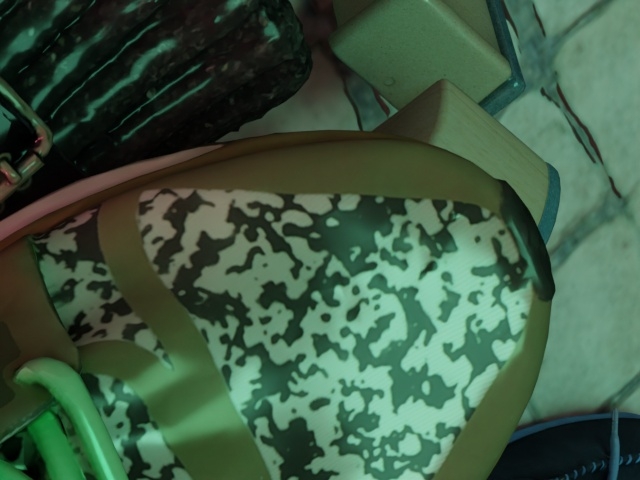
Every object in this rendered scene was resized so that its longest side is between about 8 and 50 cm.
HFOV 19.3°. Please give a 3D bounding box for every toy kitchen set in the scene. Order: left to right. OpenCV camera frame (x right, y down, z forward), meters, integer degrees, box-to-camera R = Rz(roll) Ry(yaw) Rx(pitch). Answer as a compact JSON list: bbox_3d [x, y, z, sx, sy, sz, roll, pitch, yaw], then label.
[{"bbox_3d":[0.000,0.000,0.732,0.207,0.166,0.122,-36,129,23],"label":"toy kitchen set"}]

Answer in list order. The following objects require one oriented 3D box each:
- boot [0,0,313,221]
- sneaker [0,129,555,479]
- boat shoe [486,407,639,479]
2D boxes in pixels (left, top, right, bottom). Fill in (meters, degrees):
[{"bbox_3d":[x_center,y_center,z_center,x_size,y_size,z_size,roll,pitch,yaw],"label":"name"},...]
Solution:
[{"bbox_3d":[-0.098,0.025,0.601,0.260,0.131,0.348,-40,110,-18],"label":"boot"},{"bbox_3d":[-0.105,0.098,0.433,0.410,0.182,0.158,-28,98,-14],"label":"sneaker"},{"bbox_3d":[0.077,0.153,0.809,0.258,0.089,0.109,-22,115,-28],"label":"boat shoe"}]
